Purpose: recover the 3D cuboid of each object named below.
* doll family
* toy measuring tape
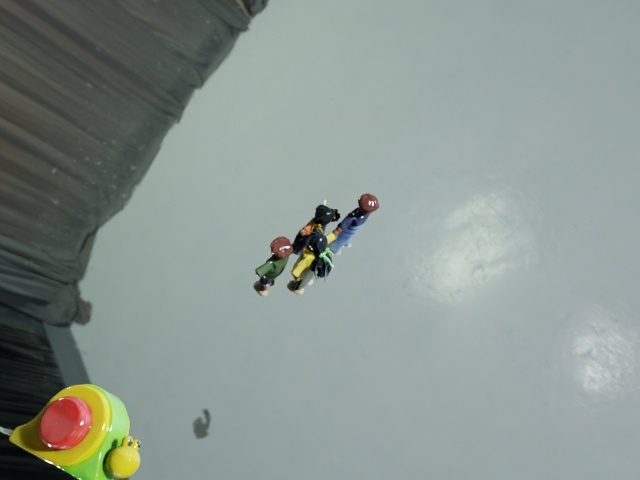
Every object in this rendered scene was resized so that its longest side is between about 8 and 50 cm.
[{"bbox_3d":[0.000,0.000,0.780,0.076,0.111,0.193,35,52,8],"label":"doll family"},{"bbox_3d":[-0.377,0.241,0.900,0.329,0.121,0.122,15,80,25],"label":"toy measuring tape"}]
